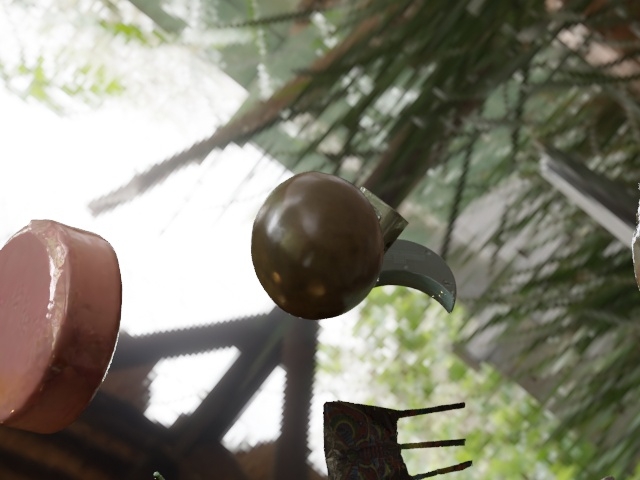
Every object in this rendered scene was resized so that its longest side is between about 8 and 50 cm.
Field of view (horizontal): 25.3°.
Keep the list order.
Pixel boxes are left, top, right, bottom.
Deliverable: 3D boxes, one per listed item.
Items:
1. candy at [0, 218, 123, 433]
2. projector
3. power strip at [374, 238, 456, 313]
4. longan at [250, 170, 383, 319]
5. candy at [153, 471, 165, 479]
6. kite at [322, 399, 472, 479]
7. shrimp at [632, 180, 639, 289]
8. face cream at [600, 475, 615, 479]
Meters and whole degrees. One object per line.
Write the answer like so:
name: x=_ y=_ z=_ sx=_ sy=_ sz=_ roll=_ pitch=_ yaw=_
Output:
candy: x=-0.321 y=0.093 z=1.636 sx=0.094 sy=0.255 sz=0.255 roll=18 pitch=-163 yaw=-35
projector: x=0.079 y=-0.025 z=2.262 sx=0.083 sy=0.082 sz=0.083 roll=38 pitch=-179 yaw=23
power strip: x=0.117 y=0.057 z=2.362 sx=0.216 sy=0.044 sz=0.137 roll=6 pitch=-132 yaw=-7
longan: x=0.000 y=0.000 z=1.731 sx=0.204 sy=0.159 sz=0.185 roll=-72 pitch=-30 yaw=-42
candy: x=-0.197 y=0.378 z=2.038 sx=0.058 sy=0.062 sz=0.194 roll=3 pitch=147 yaw=26
kite: x=0.113 y=0.280 z=1.952 sx=0.285 sy=0.015 sz=0.152 roll=-3 pitch=-100 yaw=-43
shrimp: x=0.426 y=-0.016 z=1.454 sx=0.085 sy=0.360 sz=0.247 roll=-6 pitch=-119 yaw=-23
face cream: x=0.265 y=0.353 z=1.570 sx=0.314 sy=0.089 sz=0.143 roll=-4 pitch=-103 yaw=-47
